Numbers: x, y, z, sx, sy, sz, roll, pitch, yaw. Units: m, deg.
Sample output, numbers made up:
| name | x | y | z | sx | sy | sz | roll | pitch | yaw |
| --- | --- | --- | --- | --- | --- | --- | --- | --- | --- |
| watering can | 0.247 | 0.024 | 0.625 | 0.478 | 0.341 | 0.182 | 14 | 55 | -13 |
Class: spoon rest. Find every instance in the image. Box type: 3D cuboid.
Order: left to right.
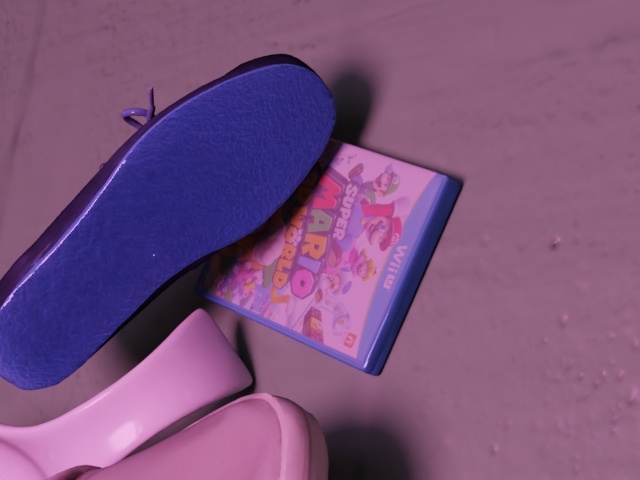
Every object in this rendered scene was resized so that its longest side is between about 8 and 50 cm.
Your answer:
| name | x | y | z | sx | sy | sz | roll | pitch | yaw |
| --- | --- | --- | --- | --- | --- | --- | --- | --- | --- |
| spoon rest | -0.169 | 0.141 | 1.117 | 0.276 | 0.084 | 0.137 | -37 | 87 | 25 |

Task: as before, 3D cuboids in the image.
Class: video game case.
| name | x | y | z | sx | sy | sz | roll | pitch | yaw |
| --- | --- | --- | --- | --- | --- | --- | --- | --- | --- |
| video game case | 0.000 | 0.000 | 1.082 | 0.166 | 0.015 | 0.119 | 21 | 87 | 48 |

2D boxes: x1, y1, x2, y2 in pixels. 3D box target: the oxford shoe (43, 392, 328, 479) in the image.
| name | x | y | z | sx | sy | sz | roll | pitch | yaw |
| --- | --- | --- | --- | --- | --- | --- | --- | --- | --- |
| oxford shoe | -0.176 | 0.213 | 1.014 | 0.449 | 0.130 | 0.169 | -34 | 37 | 30 |

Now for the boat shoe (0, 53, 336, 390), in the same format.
| name | x | y | z | sx | sy | sz | roll | pitch | yaw |
| --- | --- | --- | --- | --- | --- | --- | --- | --- | --- |
| boat shoe | -0.108 | -0.025 | 1.094 | 0.258 | 0.109 | 0.089 | -36 | 21 | 2 |
